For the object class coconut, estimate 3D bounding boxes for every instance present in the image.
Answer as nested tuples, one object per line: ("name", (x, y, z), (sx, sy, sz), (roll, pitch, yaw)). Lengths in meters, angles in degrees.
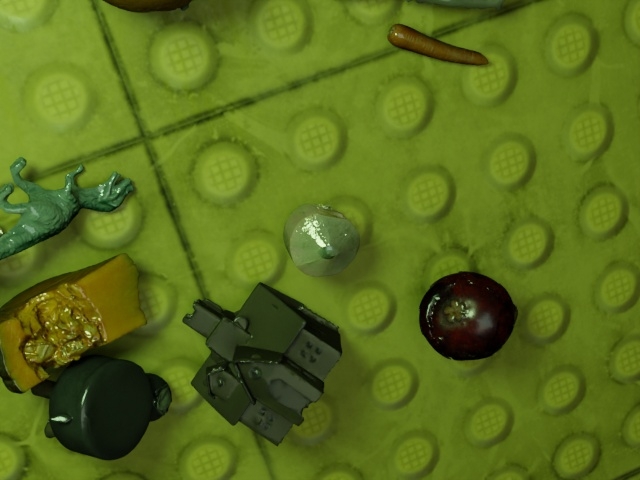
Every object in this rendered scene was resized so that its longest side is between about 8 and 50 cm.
("coconut", (0.000, 0.000, 1.479), (0.116, 0.122, 0.116), (-5, 108, -15))

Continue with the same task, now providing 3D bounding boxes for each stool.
("stool", (-0.345, 0.265, 1.439), (0.228, 0.139, 0.153), (38, 63, -52))

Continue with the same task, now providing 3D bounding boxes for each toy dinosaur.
("toy dinosaur", (-0.448, -0.045, 1.309), (0.383, 0.076, 0.129), (-28, 103, -33))

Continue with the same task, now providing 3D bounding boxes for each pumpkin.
("pumpkin", (-0.398, 0.123, 1.406), (0.248, 0.126, 0.130), (-27, 101, -30))

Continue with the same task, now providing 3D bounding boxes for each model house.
("model house", (-0.115, 0.184, 1.475), (0.243, 0.204, 0.211), (34, 94, -6))

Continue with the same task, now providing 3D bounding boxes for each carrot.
("carrot", (0.195, -0.316, 1.497), (0.190, 0.037, 0.037), (13, 102, -24))

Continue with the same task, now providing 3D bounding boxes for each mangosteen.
("mangosteen", (0.262, 0.139, 1.590), (0.166, 0.166, 0.180), (-52, 139, 3))

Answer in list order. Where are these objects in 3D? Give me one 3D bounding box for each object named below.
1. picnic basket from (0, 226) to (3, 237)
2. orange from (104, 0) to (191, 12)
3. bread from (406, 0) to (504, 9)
("picnic basket", (-0.557, 0.029, 1.342), (0.115, 0.079, 0.164), (30, 95, -22))
("orange", (-0.241, -0.433, 1.223), (0.264, 0.264, 0.264), (-5, 107, -16))
("bread", (0.139, -0.506, 1.263), (0.346, 0.405, 0.242), (-1, 85, -4))
